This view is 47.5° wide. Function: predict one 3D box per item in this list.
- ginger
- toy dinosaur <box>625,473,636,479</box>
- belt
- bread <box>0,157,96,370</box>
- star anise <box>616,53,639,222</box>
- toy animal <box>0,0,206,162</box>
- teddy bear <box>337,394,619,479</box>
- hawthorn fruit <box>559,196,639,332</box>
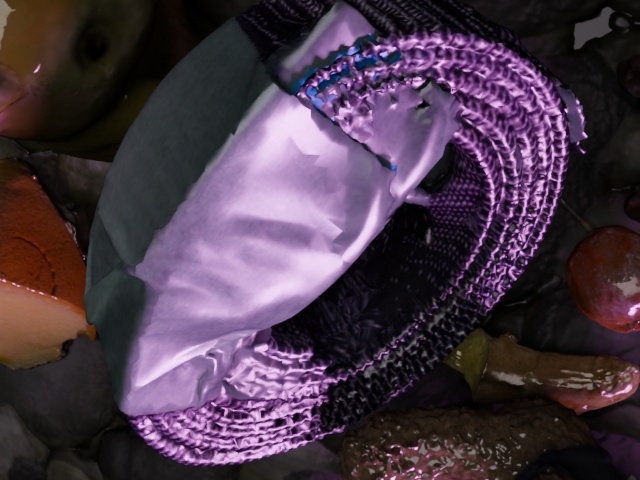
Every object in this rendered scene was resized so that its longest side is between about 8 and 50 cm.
[{"bbox_3d":[0.152,0.098,0.521,0.137,0.044,0.057,8,82,16],"label":"ginger"},{"bbox_3d":[0.314,0.316,0.458,0.205,0.092,0.393,-18,89,30],"label":"toy dinosaur"},{"bbox_3d":[0.000,0.000,0.447,0.325,0.260,0.122,-48,45,17],"label":"belt"},{"bbox_3d":[-0.277,0.031,0.654,0.140,0.169,0.160,-26,129,21],"label":"bread"},{"bbox_3d":[0.297,-0.068,0.417,0.236,0.109,0.223,42,104,11],"label":"star anise"},{"bbox_3d":[-0.145,-0.129,0.438,0.180,0.363,0.181,-25,92,6],"label":"toy animal"},{"bbox_3d":[0.134,0.167,0.470,0.251,0.182,0.129,30,83,29],"label":"teddy bear"},{"bbox_3d":[0.194,0.010,0.492,0.066,0.067,0.103,-28,61,20],"label":"hawthorn fruit"}]
